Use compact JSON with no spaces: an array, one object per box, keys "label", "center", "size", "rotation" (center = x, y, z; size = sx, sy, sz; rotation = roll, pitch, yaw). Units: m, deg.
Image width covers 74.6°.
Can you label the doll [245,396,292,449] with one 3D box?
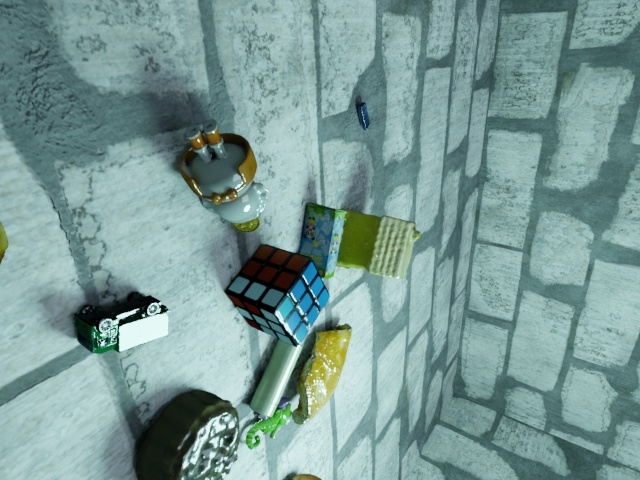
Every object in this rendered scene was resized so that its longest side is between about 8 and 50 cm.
[{"label":"doll","center":[-0.144,0.520,1.192],"size":[0.190,0.050,0.116],"rotation":[-4,99,-54]}]

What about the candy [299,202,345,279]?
[{"label":"candy","center":[0.000,0.000,1.162],"size":[0.062,0.097,0.195],"rotation":[-5,107,-59]}]

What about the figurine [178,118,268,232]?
[{"label":"figurine","center":[-0.178,-0.105,0.815],"size":[0.143,0.143,0.272],"rotation":[-47,136,-37]}]

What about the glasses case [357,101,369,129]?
[{"label":"glasses case","center":[0.129,-0.378,1.274],"size":[0.034,0.023,0.083],"rotation":[-59,146,-32]}]

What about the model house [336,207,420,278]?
[{"label":"model house","center":[0.181,0.014,1.313],"size":[0.174,0.234,0.194],"rotation":[16,87,-58]}]

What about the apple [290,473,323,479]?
[{"label":"apple","center":[-0.049,0.864,1.367],"size":[0.199,0.199,0.200],"rotation":[-27,124,-49]}]

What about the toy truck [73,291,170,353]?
[{"label":"toy truck","center":[-0.342,0.141,0.728],"size":[0.147,0.065,0.079],"rotation":[-12,116,-56]}]

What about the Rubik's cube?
[{"label":"Rubik's cube","center":[-0.096,0.129,1.006],"size":[0.161,0.163,0.162],"rotation":[-55,144,-29]}]

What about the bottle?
[{"label":"bottle","center":[-0.120,0.368,1.146],"size":[0.072,0.072,0.202],"rotation":[45,65,-53]}]

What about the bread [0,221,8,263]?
[{"label":"bread","center":[-0.451,-0.066,0.461],"size":[0.087,0.098,0.270],"rotation":[-15,124,-6]}]

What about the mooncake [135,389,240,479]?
[{"label":"mooncake","center":[-0.268,0.446,0.906],"size":[0.228,0.124,0.229],"rotation":[-27,123,-51]}]

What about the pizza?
[{"label":"pizza","center":[0.004,0.399,1.326],"size":[0.182,0.073,0.366],"rotation":[51,51,-34]}]
